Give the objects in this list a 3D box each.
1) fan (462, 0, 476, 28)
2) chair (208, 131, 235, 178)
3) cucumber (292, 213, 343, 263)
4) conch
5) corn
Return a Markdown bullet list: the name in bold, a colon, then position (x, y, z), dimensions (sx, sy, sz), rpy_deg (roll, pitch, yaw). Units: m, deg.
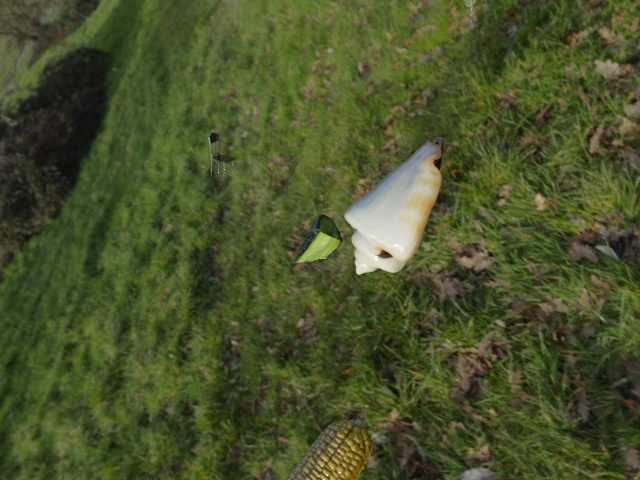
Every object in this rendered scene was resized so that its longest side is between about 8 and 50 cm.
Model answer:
- **fan**: position (0.218, -0.350, 0.817), dimensions (0.004, 0.083, 0.056), rpy_deg (14, 41, 35)
- **chair**: position (-0.187, -0.160, 1.065), dimensions (0.042, 0.037, 0.086), rpy_deg (12, 118, 22)
- **cucumber**: position (0.000, 0.000, 1.047), dimensions (0.220, 0.071, 0.046), rpy_deg (128, 142, -70)
- **conch**: position (0.095, -0.031, 0.639), dimensions (0.176, 0.104, 0.094), rpy_deg (-42, 77, 12)
- **corn**: position (-0.011, 0.294, 0.659), dimensions (0.207, 0.068, 0.068), rpy_deg (-46, 36, -22)
